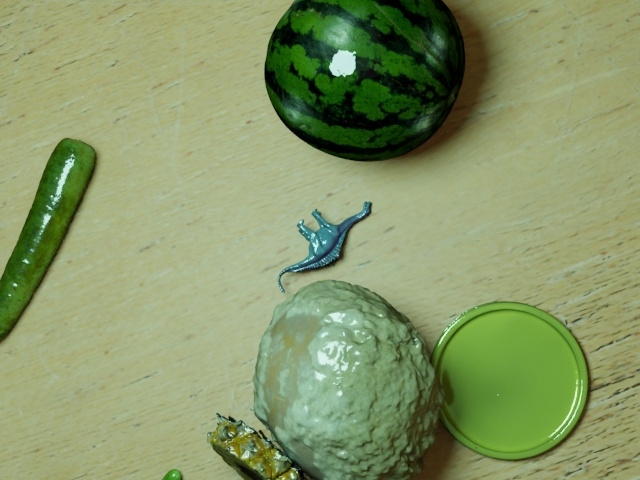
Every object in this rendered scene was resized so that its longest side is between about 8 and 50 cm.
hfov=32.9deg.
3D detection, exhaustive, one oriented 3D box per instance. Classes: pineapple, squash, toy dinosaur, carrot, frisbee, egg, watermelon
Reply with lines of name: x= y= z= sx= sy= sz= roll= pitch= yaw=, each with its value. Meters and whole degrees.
pineapple: x=-0.088 y=0.330 z=1.563 sx=0.221 sy=0.221 sz=0.047 roll=38 pitch=69 yaw=12
squash: x=-0.243 y=0.390 z=1.664 sx=0.027 sy=0.027 sz=0.089 roll=34 pitch=92 yaw=12
toy dinosaur: x=0.000 y=0.000 z=1.671 sx=0.197 sy=0.045 sz=0.080 roll=-44 pitch=81 yaw=-8
carrot: x=-0.455 y=0.004 z=1.731 sx=0.074 sy=0.074 sz=0.359 roll=23 pitch=87 yaw=12
frisbee: x=0.278 y=0.207 z=1.611 sx=0.235 sy=0.017 sz=0.236 roll=-1 pitch=82 yaw=8
egg: x=0.038 y=0.207 z=1.531 sx=0.279 sy=0.279 sz=0.310 roll=-23 pitch=105 yaw=5
watermelon: x=0.068 y=-0.256 z=1.574 sx=0.285 sy=0.285 sz=0.285 roll=-1 pitch=82 yaw=9
